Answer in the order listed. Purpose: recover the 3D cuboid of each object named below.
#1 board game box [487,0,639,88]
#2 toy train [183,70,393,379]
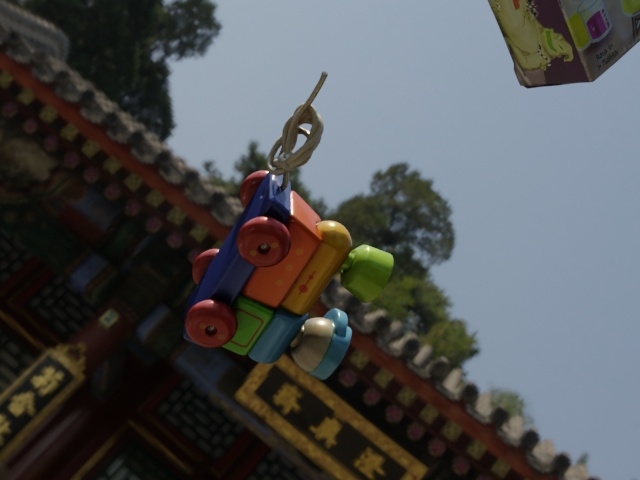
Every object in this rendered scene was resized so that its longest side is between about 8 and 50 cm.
[{"bbox_3d":[0.174,-0.246,0.470,0.056,0.347,0.208,3,-52,58],"label":"board game box"},{"bbox_3d":[0.000,0.000,0.853,0.143,0.105,0.248,27,-66,-16],"label":"toy train"}]
